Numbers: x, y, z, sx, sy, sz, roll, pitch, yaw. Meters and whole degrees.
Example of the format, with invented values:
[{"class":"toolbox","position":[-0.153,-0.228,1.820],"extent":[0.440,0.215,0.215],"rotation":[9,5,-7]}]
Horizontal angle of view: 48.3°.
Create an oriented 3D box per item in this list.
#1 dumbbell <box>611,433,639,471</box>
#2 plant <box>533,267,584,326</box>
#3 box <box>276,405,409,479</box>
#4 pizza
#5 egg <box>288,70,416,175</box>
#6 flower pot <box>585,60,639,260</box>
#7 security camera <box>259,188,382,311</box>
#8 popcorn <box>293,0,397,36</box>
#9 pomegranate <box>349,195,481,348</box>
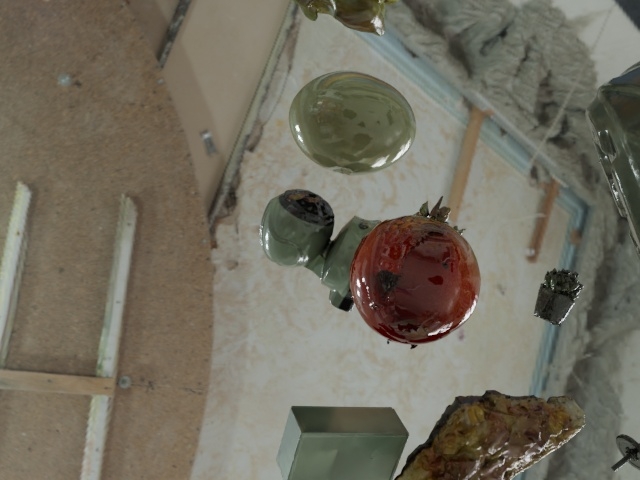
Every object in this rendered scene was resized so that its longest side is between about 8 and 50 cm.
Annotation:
[{"class":"dumbbell","position":[0.524,0.326,1.148],"extent":[0.147,0.069,0.069],"rotation":[-31,-71,-13]},{"class":"plant","position":[0.587,0.137,1.767],"extent":[0.095,0.092,0.143],"rotation":[20,-89,-11]},{"class":"box","position":[0.041,0.401,1.396],"extent":[0.225,0.086,0.129],"rotation":[6,-67,-22]},{"class":"pizza","position":[0.310,0.389,1.328],"extent":[0.409,0.114,0.277],"rotation":[-22,-45,-11]},{"class":"egg","position":[0.067,-0.246,1.509],"extent":[0.269,0.219,0.219],"rotation":[19,-108,3]},{"class":"flower pot","position":[0.268,-0.057,0.481],"extent":[0.235,0.141,0.235],"rotation":[53,-154,-41]},{"class":"security camera","position":[0.000,0.000,1.577],"extent":[0.277,0.191,0.197],"rotation":[25,-152,1]},{"class":"popcorn","position":[0.029,-0.360,0.765],"extent":[0.224,0.258,0.270],"rotation":[-7,-116,-28]},{"class":"pomegranate","position":[0.153,0.051,1.127],"extent":[0.210,0.210,0.235],"rotation":[42,-114,-30]}]
